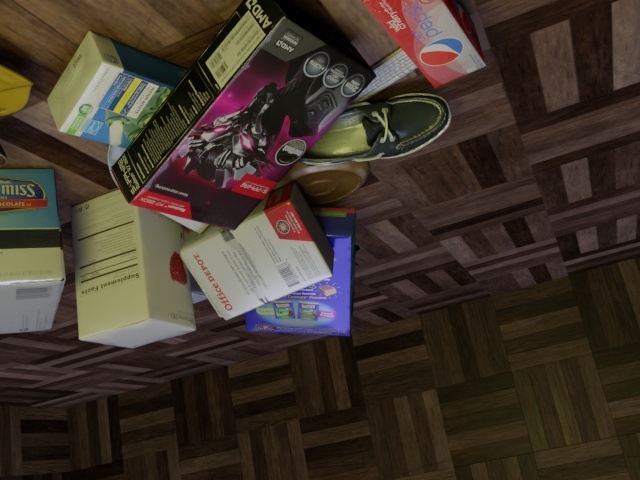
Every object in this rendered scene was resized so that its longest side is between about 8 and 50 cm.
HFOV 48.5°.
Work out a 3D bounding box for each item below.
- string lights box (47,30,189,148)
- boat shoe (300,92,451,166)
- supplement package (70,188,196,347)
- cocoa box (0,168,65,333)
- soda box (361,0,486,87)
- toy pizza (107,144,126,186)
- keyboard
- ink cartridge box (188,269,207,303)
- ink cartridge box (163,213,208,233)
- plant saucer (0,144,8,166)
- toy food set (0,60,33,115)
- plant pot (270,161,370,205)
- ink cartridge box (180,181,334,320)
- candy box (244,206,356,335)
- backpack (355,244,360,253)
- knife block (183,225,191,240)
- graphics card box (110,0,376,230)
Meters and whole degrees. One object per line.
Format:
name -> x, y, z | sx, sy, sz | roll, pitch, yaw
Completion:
string lights box -> -0.262, -0.207, 1.092 | 0.259, 0.077, 0.133 | 11, 131, -48
boat shoe -> 0.087, -0.195, 1.293 | 0.302, 0.114, 0.091 | -18, -178, 15
supplement package -> -0.396, 0.061, 1.505 | 0.175, 0.293, 0.177 | -17, 161, 18
cocoa box -> -0.638, 0.032, 1.387 | 0.231, 0.228, 0.347 | -2, 159, -25
soda box -> 0.147, -0.321, 1.009 | 0.092, 0.084, 0.263 | -20, 156, 25
toy pizza -> -0.276, -0.142, 1.272 | 0.201, 0.032, 0.201 | -2, 124, -3
keyboard -> 0.130, -0.294, 1.207 | 0.256, 0.014, 0.072 | -26, 156, 38
ink cartridge box -> -0.393, 0.097, 1.824 | 0.212, 0.154, 0.093 | -21, 160, 25
ink cartridge box -> -0.304, -0.085, 1.430 | 0.046, 0.097, 0.207 | -45, 156, 3
plant saucer -> -0.607, -0.161, 1.007 | 0.310, 0.050, 0.310 | 6, 175, 1
toy food set -> -0.482, -0.234, 0.945 | 0.128, 0.071, 0.218 | -19, 168, 12
plant pot -> -0.002, -0.128, 1.584 | 0.236, 0.032, 0.236 | -10, 160, -4
ink cartridge box -> -0.133, 0.026, 1.534 | 0.272, 0.197, 0.114 | -23, -157, 14
candy box -> -0.052, 0.075, 1.711 | 0.268, 0.122, 0.317 | 3, 129, 4
backpack -> 0.000, 0.000, 1.826 | 0.151, 0.115, 0.182 | -28, 156, 11
knife block -> -0.449, 0.051, 1.695 | 0.242, 0.276, 0.088 | 18, 168, 30
graphics card box -> -0.117, -0.181, 1.087 | 0.371, 0.094, 0.232 | -46, 147, 20
